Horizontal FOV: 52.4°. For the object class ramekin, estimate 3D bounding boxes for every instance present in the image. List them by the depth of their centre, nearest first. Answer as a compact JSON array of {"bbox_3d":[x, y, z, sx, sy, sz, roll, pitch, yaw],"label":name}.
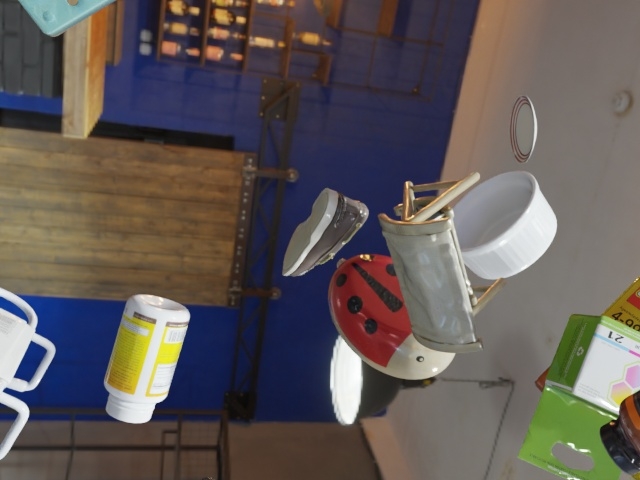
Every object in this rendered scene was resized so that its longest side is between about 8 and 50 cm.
[{"bbox_3d":[0.456,-0.033,1.645,0.277,0.135,0.277,-37,-157,19],"label":"ramekin"}]

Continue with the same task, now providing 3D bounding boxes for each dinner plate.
[{"bbox_3d":[0.417,-0.227,1.328,0.141,0.017,0.141,178,-90,-86],"label":"dinner plate"}]

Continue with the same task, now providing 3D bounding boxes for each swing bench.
[{"bbox_3d":[0.223,0.038,1.218,0.255,0.165,0.253,-46,123,-54],"label":"swing bench"}]

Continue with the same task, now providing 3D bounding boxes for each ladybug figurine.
[{"bbox_3d":[0.190,0.191,1.842,0.449,0.305,0.162,40,-15,30],"label":"ladybug figurine"}]

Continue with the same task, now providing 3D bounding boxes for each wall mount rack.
[{"bbox_3d":[-0.525,0.149,0.862,0.131,0.304,0.350,-56,-162,5],"label":"wall mount rack"}]

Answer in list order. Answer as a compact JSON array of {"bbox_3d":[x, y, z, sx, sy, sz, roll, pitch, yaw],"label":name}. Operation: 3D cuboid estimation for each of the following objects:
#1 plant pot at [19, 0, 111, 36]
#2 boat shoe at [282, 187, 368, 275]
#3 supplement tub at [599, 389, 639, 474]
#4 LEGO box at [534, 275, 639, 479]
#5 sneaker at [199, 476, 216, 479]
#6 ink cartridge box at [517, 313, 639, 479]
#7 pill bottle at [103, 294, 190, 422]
[{"bbox_3d":[-0.318,-0.364,0.821,0.165,0.165,0.234,58,8,-35],"label":"plant pot"},{"bbox_3d":[0.000,0.000,1.434,0.324,0.096,0.117,127,-27,-54],"label":"boat shoe"},{"bbox_3d":[0.458,0.223,0.822,0.198,0.106,0.106,-42,-143,29],"label":"supplement tub"},{"bbox_3d":[0.712,0.318,1.156,0.372,0.193,0.500,-46,-136,2],"label":"LEGO box"},{"bbox_3d":[-0.194,0.400,0.958,0.170,0.051,0.089,-60,159,-55],"label":"sneaker"},{"bbox_3d":[0.458,0.271,1.037,0.097,0.188,0.255,151,-37,-81],"label":"ink cartridge box"},{"bbox_3d":[-0.321,0.215,1.183,0.117,0.117,0.215,-150,-103,-75],"label":"pill bottle"}]
